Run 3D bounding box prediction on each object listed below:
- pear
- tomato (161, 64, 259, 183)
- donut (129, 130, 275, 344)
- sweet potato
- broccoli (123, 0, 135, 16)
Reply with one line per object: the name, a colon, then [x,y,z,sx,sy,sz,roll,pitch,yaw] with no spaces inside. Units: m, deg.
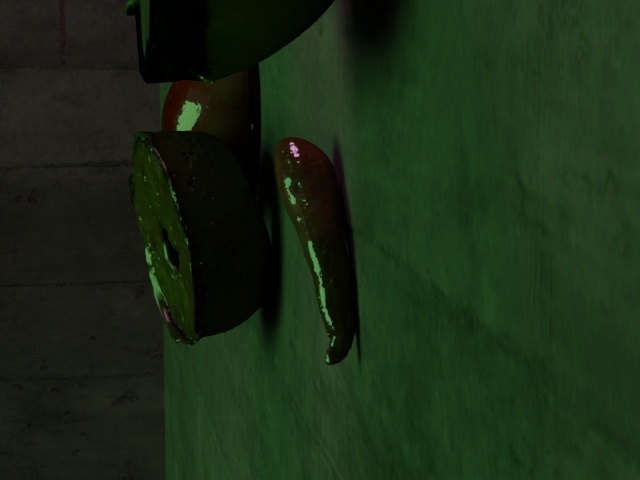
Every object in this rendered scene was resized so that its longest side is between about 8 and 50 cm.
pear: [-0.048,-0.299,1.214,0.399,0.165,0.399,179,90,-81]
tomato: [-0.137,-0.149,2.025,0.199,0.112,0.228,-99,14,-50]
donut: [-0.135,-0.007,1.879,0.272,0.107,0.272,166,90,-72]
sweet potato: [0.000,0.000,1.354,0.050,0.050,0.214,101,159,-55]
broccoli: [-0.185,-0.406,1.775,0.338,0.277,0.317,91,180,-60]
